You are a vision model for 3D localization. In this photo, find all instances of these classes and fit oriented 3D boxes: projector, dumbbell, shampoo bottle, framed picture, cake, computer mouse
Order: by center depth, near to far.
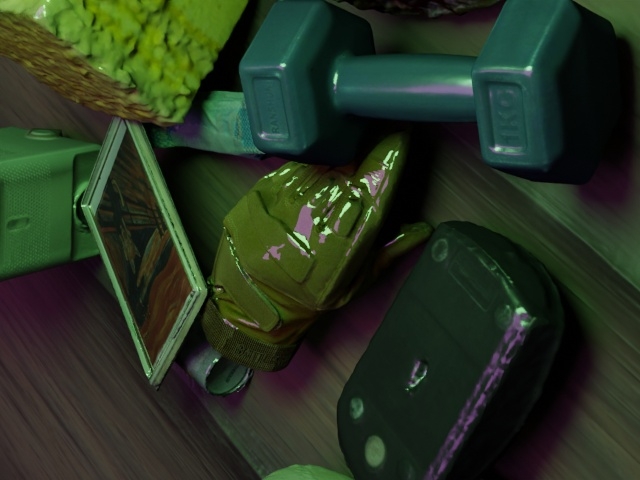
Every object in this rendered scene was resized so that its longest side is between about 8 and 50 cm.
[{"bbox_3d":[0.089,-0.130,1.141,0.316,0.156,0.143,7,88,36],"label":"dumbbell"},{"bbox_3d":[0.123,0.123,1.218,0.170,0.100,0.269,50,120,42],"label":"computer mouse"},{"bbox_3d":[-0.214,-0.299,1.411,0.227,0.222,0.286,17,75,42],"label":"cake"},{"bbox_3d":[-0.204,0.003,1.502,0.273,0.016,0.216,65,146,27],"label":"framed picture"},{"bbox_3d":[-0.167,0.100,1.568,0.214,0.072,0.072,37,123,39],"label":"shampoo bottle"},{"bbox_3d":[-0.382,-0.051,1.670,0.177,0.242,0.163,13,106,29],"label":"projector"}]

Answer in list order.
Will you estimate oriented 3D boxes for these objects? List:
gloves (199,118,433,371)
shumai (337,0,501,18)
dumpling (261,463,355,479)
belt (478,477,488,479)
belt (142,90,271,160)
[{"bbox_3d":[-0.013,0.004,1.325,0.154,0.141,0.331,59,134,25],"label":"gloves"},{"bbox_3d":[0.005,-0.351,1.097,0.395,0.348,0.395,14,111,43],"label":"shumai"},{"bbox_3d":[-0.020,0.310,1.324,0.243,0.227,0.175,-34,73,38],"label":"dumpling"},{"bbox_3d":[0.110,0.235,1.280,0.232,0.071,0.053,27,136,45],"label":"belt"},{"bbox_3d":[-0.114,-0.126,1.455,0.302,0.087,0.072,8,99,47],"label":"belt"}]
